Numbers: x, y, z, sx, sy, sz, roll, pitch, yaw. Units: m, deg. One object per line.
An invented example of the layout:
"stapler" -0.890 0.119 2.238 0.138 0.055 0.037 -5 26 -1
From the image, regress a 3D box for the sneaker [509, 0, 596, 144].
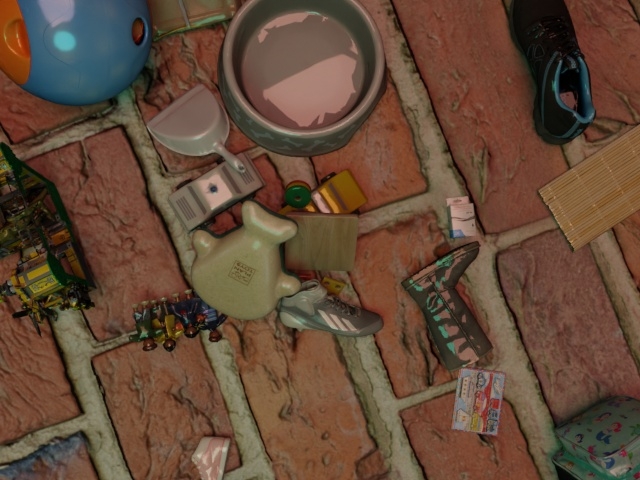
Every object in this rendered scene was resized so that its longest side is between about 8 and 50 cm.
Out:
"sneaker" 0.471 -0.367 1.237 0.125 0.139 0.341 -14 88 -2

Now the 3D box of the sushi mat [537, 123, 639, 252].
"sushi mat" 0.613 -0.122 1.298 0.316 0.019 0.151 -32 89 -4

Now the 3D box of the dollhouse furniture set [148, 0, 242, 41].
"dollhouse furniture set" -0.280 -0.575 1.238 0.197 0.151 0.301 -12 117 3

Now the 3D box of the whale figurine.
"whale figurine" -0.125 0.023 1.146 0.216 0.141 0.272 27 131 -4

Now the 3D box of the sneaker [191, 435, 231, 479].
"sneaker" -0.219 0.443 1.215 0.070 0.051 0.134 11 84 -1

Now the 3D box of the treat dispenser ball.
"treat dispenser ball" -0.443 -0.385 1.111 0.288 0.288 0.288 0 88 -3

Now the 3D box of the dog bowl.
"dog bowl" -0.033 -0.342 1.227 0.349 0.102 0.349 0 88 -3

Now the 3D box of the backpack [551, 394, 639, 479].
"backpack" 0.587 0.406 1.177 0.253 0.225 0.191 -20 94 -8

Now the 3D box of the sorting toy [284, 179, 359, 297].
"sorting toy" 0.000 0.000 1.184 0.132 0.046 0.274 2 131 -1

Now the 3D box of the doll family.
"doll family" -0.268 0.158 1.210 0.193 0.076 0.111 -15 84 -7

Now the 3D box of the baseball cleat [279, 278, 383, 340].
"baseball cleat" 0.024 0.132 1.215 0.206 0.072 0.109 2 119 -3

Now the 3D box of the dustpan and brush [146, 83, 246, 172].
"dustpan and brush" -0.216 -0.200 1.212 0.147 0.060 0.211 -42 59 -15

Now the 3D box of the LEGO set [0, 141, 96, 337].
"LEGO set" -0.560 0.012 1.114 0.192 0.255 0.331 -27 86 -4

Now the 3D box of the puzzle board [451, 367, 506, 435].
"puzzle board" 0.319 0.325 1.269 0.096 0.011 0.128 9 87 -3

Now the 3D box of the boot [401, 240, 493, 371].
"boot" 0.281 0.129 1.242 0.189 0.076 0.208 -34 83 10

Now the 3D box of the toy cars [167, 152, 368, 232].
"toy cars" -0.101 -0.080 1.220 0.393 0.087 0.176 9 87 -3

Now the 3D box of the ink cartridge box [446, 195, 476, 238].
"ink cartridge box" 0.284 -0.048 1.270 0.048 0.028 0.083 -6 88 -4
